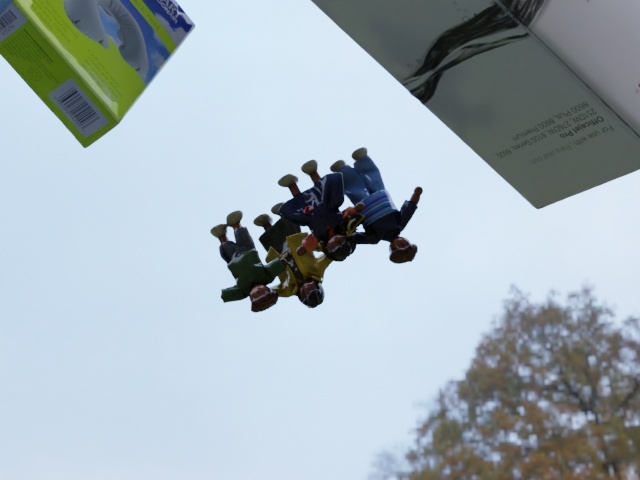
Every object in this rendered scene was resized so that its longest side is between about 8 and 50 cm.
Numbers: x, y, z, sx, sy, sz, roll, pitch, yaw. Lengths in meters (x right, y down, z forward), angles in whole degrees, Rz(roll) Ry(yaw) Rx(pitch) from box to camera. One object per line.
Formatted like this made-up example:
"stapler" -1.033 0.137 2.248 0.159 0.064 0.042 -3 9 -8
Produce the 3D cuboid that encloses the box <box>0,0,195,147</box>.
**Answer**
"box" -0.155 -0.154 0.791 0.042 0.178 0.109 -28 -67 30

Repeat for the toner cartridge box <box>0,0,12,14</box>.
"toner cartridge box" -0.146 -0.100 0.346 0.075 0.165 0.348 46 -64 -7

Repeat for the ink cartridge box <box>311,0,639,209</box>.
"ink cartridge box" 0.149 -0.263 0.930 0.395 0.285 0.166 41 -29 -14

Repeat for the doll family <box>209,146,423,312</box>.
"doll family" 0.000 0.000 0.986 0.193 0.111 0.076 -36 -28 15
